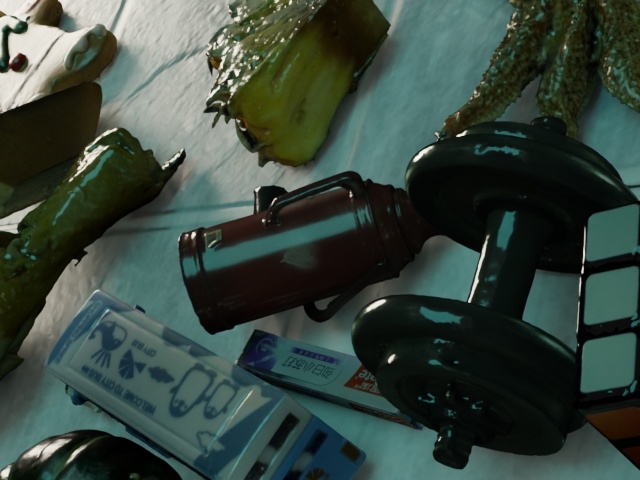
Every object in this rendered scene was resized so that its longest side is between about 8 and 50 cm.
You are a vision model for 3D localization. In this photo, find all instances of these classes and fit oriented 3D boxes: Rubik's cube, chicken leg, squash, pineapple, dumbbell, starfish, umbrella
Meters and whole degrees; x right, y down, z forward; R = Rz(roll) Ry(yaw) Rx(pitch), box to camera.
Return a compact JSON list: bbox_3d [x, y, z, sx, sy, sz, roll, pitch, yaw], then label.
[{"bbox_3d":[0.278,0.066,1.166,0.163,0.160,0.162,-17,50,32],"label":"Rubik's cube"},{"bbox_3d":[-0.313,0.033,1.714,0.429,0.152,0.201,-44,24,-6],"label":"chicken leg"},{"bbox_3d":[-0.192,0.262,1.403,0.218,0.172,0.218,-18,63,39],"label":"squash"},{"bbox_3d":[-0.026,-0.186,1.657,0.186,0.114,0.236,-19,46,29],"label":"pineapple"},{"bbox_3d":[0.134,0.033,1.295,0.192,0.192,0.290,0,60,40],"label":"dumbbell"},{"bbox_3d":[0.197,-0.177,1.481,0.302,0.084,0.293,-9,53,31],"label":"starfish"},{"bbox_3d":[-0.046,0.004,1.589,0.036,0.031,0.133,-19,50,28],"label":"umbrella"}]

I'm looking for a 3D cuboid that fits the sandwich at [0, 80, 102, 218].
[{"bbox_3d":[-0.315,-0.090,1.791,0.258,0.096,0.094,-29,-6,-42],"label":"sandwich"}]

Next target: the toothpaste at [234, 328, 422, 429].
[{"bbox_3d":[0.012,0.113,1.450,0.196,0.040,0.047,12,70,44],"label":"toothpaste"}]

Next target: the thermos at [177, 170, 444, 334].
[{"bbox_3d":[0.000,0.002,1.479,0.232,0.124,0.099,-18,39,11],"label":"thermos"}]

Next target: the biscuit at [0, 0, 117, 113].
[{"bbox_3d":[-0.365,-0.207,2.010,0.197,0.049,0.301,-52,40,-7],"label":"biscuit"}]

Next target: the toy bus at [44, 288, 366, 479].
[{"bbox_3d":[-0.103,0.144,1.454,0.297,0.131,0.106,24,76,46],"label":"toy bus"}]

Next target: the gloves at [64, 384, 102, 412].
[{"bbox_3d":[-0.210,0.139,1.617,0.081,0.037,0.044,29,116,32],"label":"gloves"}]
